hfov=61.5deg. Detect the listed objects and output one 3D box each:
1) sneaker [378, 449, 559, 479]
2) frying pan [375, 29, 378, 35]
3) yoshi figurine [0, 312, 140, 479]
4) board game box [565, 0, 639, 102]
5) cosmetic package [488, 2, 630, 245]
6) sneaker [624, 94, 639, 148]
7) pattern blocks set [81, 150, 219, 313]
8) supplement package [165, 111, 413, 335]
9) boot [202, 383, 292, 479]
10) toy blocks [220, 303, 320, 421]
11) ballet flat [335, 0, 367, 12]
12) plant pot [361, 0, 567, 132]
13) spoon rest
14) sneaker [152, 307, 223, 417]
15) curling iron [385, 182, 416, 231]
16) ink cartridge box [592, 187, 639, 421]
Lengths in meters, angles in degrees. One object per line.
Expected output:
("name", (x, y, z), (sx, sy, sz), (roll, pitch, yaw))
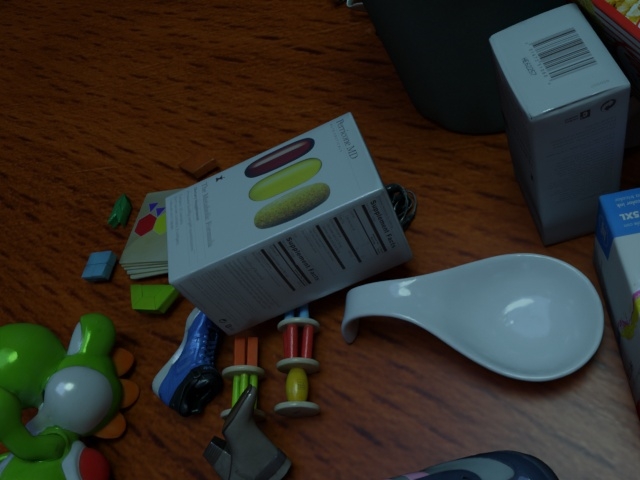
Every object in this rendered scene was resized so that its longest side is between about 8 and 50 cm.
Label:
("sneaker", (0.057, 0.266, 0.470), (0.319, 0.131, 0.112), (-26, 53, 9))
("frying pan", (0.216, -0.438, 0.788), (0.326, 0.197, 0.053), (-36, 73, 2))
("yoshi figurine", (-0.365, 0.250, 0.643), (0.204, 0.203, 0.362), (-12, 54, 26))
("board game box", (0.289, -0.160, 0.461), (0.045, 0.147, 0.193), (-38, 46, 22))
("cosmetic package", (0.239, -0.101, 0.542), (0.086, 0.231, 0.117), (-18, 55, 14))
("sneaker", (0.383, -0.198, 0.637), (0.217, 0.079, 0.121), (-34, 49, -7))
("pattern blocks set", (-0.213, -0.019, 0.826), (0.325, 0.026, 0.285), (4, 61, 29))
("supplement package", (-0.038, -0.016, 0.629), (0.244, 0.134, 0.139), (-24, 49, 8))
("boot", (-0.070, 0.221, 0.582), (0.087, 0.042, 0.118), (32, 109, -1))
("toy blocks", (-0.059, 0.136, 0.650), (0.123, 0.054, 0.148), (-12, 57, 18))
("ballet flat", (0.058, -0.450, 0.934), (0.087, 0.083, 0.247), (-53, 51, 6))
("plant pot", (0.186, -0.326, 0.638), (0.341, 0.334, 0.341), (-12, 57, 18))
("spoon rest", (0.146, 0.078, 0.572), (0.276, 0.084, 0.137), (-4, 60, 24))
("sneaker", (-0.144, 0.147, 0.678), (0.085, 0.058, 0.152), (24, 78, 40))
("curling iron", (0.000, 0.000, 0.715), (0.274, 0.035, 0.068), (-24, 54, 10))
("ink cartridge box", (0.306, 0.081, 0.463), (0.078, 0.134, 0.231), (-11, 57, 18))
